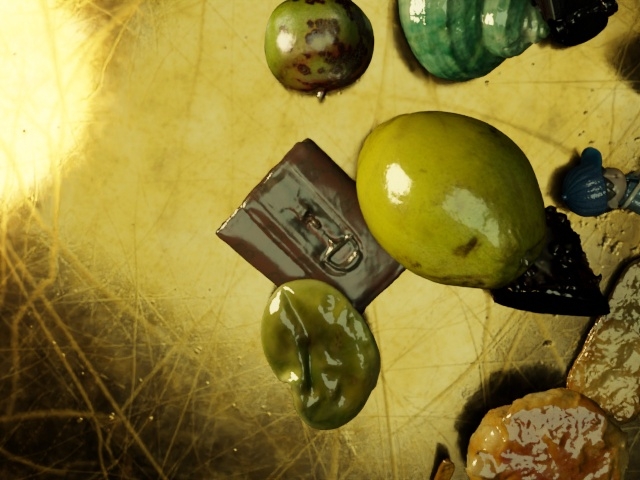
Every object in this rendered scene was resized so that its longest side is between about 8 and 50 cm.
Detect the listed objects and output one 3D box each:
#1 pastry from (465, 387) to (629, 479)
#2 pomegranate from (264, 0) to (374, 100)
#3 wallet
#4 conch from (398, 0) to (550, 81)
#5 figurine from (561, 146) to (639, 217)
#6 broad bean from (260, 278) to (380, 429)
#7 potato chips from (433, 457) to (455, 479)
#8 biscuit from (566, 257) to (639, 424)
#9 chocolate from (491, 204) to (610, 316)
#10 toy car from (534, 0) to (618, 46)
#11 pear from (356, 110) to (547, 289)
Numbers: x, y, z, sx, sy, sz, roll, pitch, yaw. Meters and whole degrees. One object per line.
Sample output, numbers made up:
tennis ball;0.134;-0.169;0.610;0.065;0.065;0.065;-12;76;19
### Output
pastry;0.311;0.308;1.171;0.218;0.100;0.229;-19;97;6
pomegranate;0.000;-0.268;1.103;0.148;0.148;0.169;13;71;-1
wallet;0.000;0.000;1.168;0.229;0.049;0.182;43;93;-6
conch;0.188;-0.298;1.090;0.202;0.134;0.196;27;97;-2
figurine;0.394;-0.067;1.151;0.149;0.086;0.087;13;120;-12
broad bean;0.002;0.152;1.150;0.153;0.072;0.206;-9;111;5
potato chips;0.152;0.397;1.220;0.026;0.037;0.204;19;101;8
biscuit;0.429;0.137;1.191;0.118;0.029;0.247;26;97;2
chocolate;0.300;0.021;1.131;0.156;0.156;0.133;8;79;-1
toy car;0.305;-0.352;1.101;0.089;0.108;0.209;-29;130;0
pear;0.160;-0.053;1.075;0.269;0.212;0.212;41;96;33
